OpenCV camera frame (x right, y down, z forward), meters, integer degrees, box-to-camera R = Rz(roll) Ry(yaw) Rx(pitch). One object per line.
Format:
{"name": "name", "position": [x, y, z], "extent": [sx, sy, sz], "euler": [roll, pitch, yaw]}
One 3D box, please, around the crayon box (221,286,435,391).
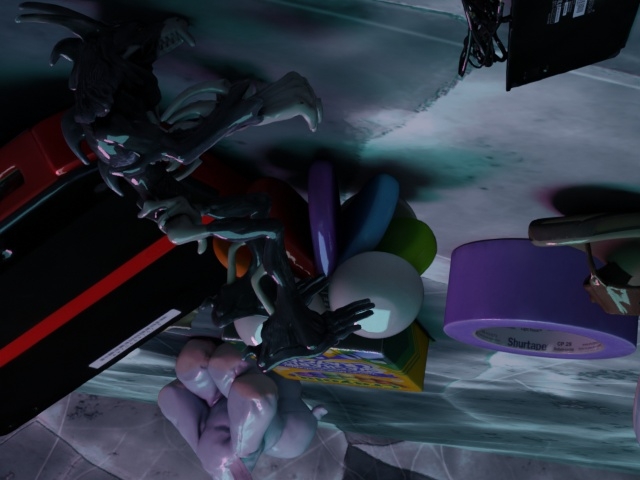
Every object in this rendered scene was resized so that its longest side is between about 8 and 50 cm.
{"name": "crayon box", "position": [0.022, 0.133, 1.610], "extent": [0.203, 0.083, 0.323], "euler": [4, 166, 17]}

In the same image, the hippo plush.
{"name": "hippo plush", "position": [-0.090, 0.281, 2.015], "extent": [0.236, 0.294, 0.234], "euler": [-4, 147, -47]}

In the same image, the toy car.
{"name": "toy car", "position": [0.000, 0.000, 1.008], "extent": [0.182, 0.159, 0.136], "euler": [-12, 119, 11]}

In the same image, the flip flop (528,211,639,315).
{"name": "flip flop", "position": [0.277, 0.032, 1.067], "extent": [0.112, 0.080, 0.277], "euler": [-3, 163, 37]}

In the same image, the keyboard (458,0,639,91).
{"name": "keyboard", "position": [0.116, -0.133, 0.631], "extent": [0.100, 0.038, 0.192], "euler": [-16, 163, 1]}

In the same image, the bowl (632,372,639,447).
{"name": "bowl", "position": [0.371, 0.118, 1.015], "extent": [0.163, 0.311, 0.311], "euler": [24, 177, 33]}

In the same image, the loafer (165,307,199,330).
{"name": "loafer", "position": [-0.289, 0.124, 1.613], "extent": [0.268, 0.092, 0.102], "euler": [-7, -179, -17]}

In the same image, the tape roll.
{"name": "tape roll", "position": [0.219, 0.061, 1.222], "extent": [0.189, 0.080, 0.189], "euler": [7, 166, 2]}

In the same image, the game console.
{"name": "game console", "position": [-0.240, 0.043, 1.059], "extent": [0.386, 0.060, 0.342], "euler": [-33, 158, 12]}

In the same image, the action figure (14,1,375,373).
{"name": "action figure", "position": [-0.072, -0.058, 0.793], "extent": [0.276, 0.141, 0.164], "euler": [57, 174, -22]}
